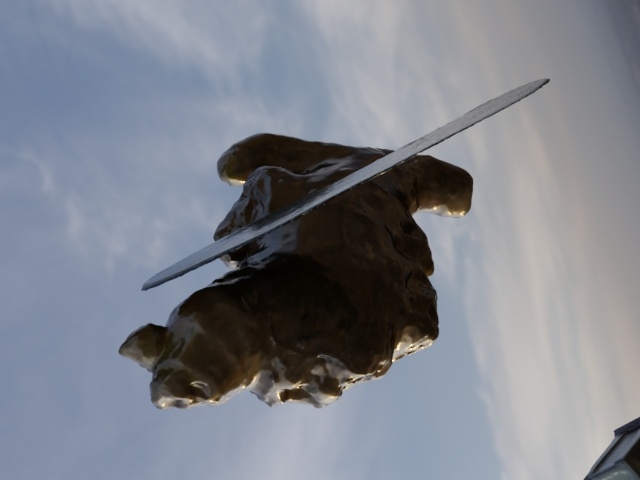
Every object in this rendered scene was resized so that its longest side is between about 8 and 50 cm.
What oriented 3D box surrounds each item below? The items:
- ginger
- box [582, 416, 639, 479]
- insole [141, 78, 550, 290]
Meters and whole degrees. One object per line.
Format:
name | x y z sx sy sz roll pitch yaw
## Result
ginger | 0.000 0.001 0.621 0.166 0.080 0.333 28 -144 1
box | 0.227 0.167 0.700 0.063 0.060 0.084 -30 -101 -35
insole | 0.008 -0.027 0.518 0.003 0.232 0.080 62 -169 -8
